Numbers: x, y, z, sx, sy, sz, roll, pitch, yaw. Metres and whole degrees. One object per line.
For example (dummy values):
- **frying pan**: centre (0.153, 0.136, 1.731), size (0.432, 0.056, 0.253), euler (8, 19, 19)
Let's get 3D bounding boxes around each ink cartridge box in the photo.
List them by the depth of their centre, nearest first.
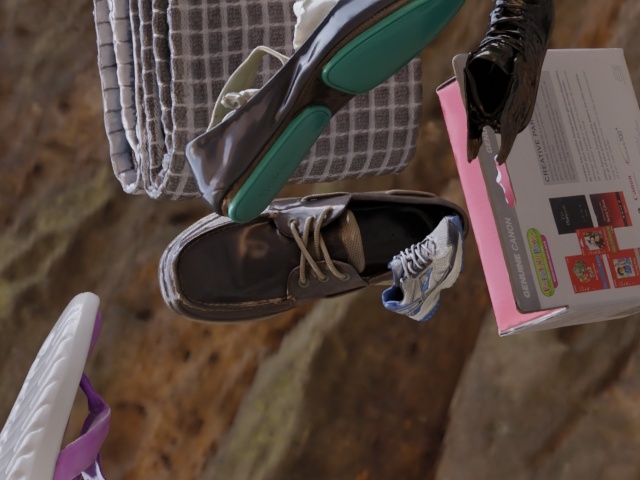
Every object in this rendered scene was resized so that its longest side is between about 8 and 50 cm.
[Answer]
- **ink cartridge box**: centre (0.256, -0.058, 1.729), size (0.272, 0.130, 0.309), euler (-5, -104, -34)

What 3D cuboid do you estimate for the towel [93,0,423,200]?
- **towel**: centre (-0.042, -0.179, 1.118), size (0.235, 0.121, 0.283), euler (-9, -77, -32)

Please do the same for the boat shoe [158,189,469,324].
- **boat shoe**: centre (0.000, 0.000, 1.588), size (0.355, 0.130, 0.132), euler (-14, -96, -27)

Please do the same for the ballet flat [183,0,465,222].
- **ballet flat**: centre (-0.006, -0.100, 0.864), size (0.203, 0.074, 0.074), euler (-45, -15, 16)

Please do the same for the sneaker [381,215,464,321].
- **sneaker**: centre (0.097, 0.028, 1.436), size (0.052, 0.058, 0.135), euler (-98, 23, -45)

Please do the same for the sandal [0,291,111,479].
- **sandal**: centre (-0.243, 0.226, 1.330), size (0.169, 0.102, 0.416), euler (-48, 22, 39)

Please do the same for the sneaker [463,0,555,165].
- **sneaker**: centre (0.145, -0.141, 1.167), size (0.089, 0.051, 0.170), euler (6, -89, -69)
